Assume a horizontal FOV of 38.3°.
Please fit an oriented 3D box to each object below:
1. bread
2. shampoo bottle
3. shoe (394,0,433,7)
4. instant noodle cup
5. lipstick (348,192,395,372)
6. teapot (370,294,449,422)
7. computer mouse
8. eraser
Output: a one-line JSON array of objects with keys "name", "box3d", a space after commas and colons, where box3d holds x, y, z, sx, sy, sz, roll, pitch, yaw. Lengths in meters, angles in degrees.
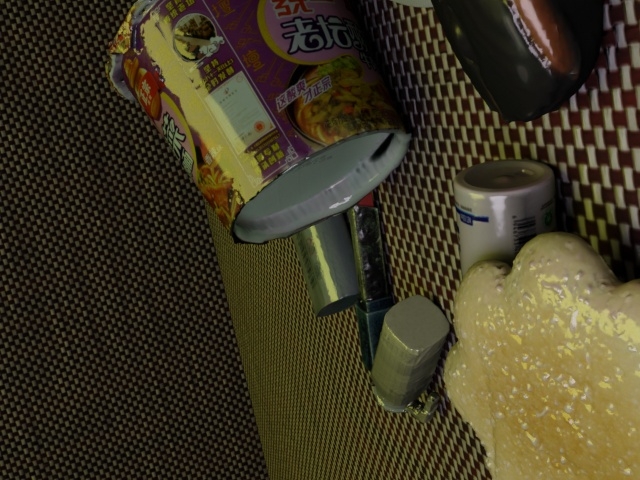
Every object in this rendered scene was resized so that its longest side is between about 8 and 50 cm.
[{"name": "bread", "box3d": [0.211, 0.144, 0.746, 0.316, 0.054, 0.316, 35, 138, 40]}, {"name": "shampoo bottle", "box3d": [0.183, 0.079, 0.874, 0.092, 0.092, 0.304, -133, 31, -62]}, {"name": "shoe", "box3d": [0.009, -0.372, 0.819, 0.363, 0.132, 0.160, 45, 167, 11]}, {"name": "instant noodle cup", "box3d": [-0.063, -0.166, 1.144, 0.266, 0.339, 0.340, 62, 162, 16]}, {"name": "lipstick", "box3d": [0.074, 0.042, 1.338, 0.051, 0.051, 0.312, -139, 39, -67]}, {"name": "teapot", "box3d": [0.125, 0.169, 1.227, 0.107, 0.077, 0.200, 46, 153, 24]}, {"name": "computer mouse", "box3d": [0.130, -0.245, 0.708, 0.183, 0.116, 0.324, -132, 30, -67]}, {"name": "eraser", "box3d": [0.000, 0.000, 1.507, 0.174, 0.081, 0.227, 119, 134, -75]}]
